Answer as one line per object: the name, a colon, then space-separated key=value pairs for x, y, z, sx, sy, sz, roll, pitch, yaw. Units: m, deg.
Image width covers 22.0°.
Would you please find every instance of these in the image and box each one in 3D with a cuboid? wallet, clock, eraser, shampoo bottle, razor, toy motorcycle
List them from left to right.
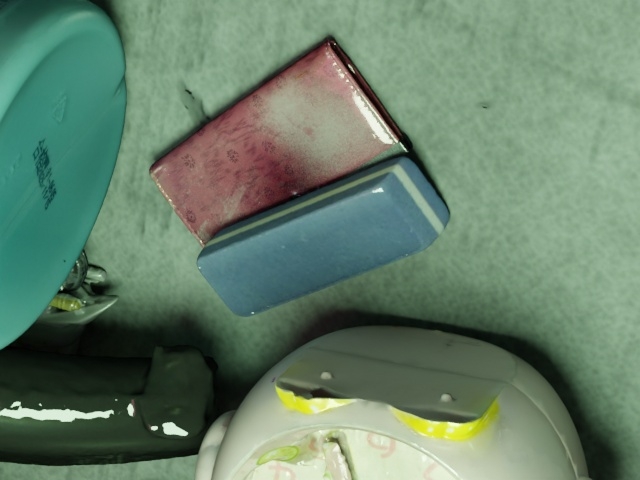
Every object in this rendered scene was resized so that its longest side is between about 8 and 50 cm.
shampoo bottle: x=-0.384 y=-0.103 z=1.425 sx=0.343 sy=0.331 sz=0.331 roll=20 pitch=120 yaw=12
toy motorcycle: x=-0.288 y=0.085 z=1.625 sx=0.225 sy=0.073 sz=0.152 roll=-28 pitch=105 yaw=31
razor: x=-0.254 y=0.151 z=1.530 sx=0.327 sy=0.189 sz=0.107 roll=4 pitch=75 yaw=-5
wallet: x=-0.041 y=-0.073 z=1.468 sx=0.232 sy=0.025 sz=0.119 roll=-32 pitch=98 yaw=31
eraser: x=0.000 y=0.000 z=1.458 sx=0.225 sy=0.036 sz=0.082 roll=-22 pitch=124 yaw=27
clock: x=0.072 y=0.269 z=1.452 sx=0.368 sy=0.250 sz=0.376 roll=9 pitch=111 yaw=19
